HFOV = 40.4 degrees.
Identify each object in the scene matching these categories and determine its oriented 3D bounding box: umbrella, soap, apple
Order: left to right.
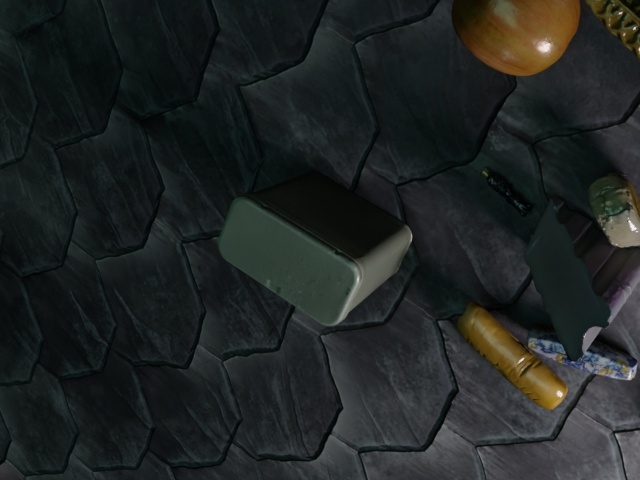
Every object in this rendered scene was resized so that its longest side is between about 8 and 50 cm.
[{"bbox_3d":[0.424,-0.113,1.983,0.144,0.037,0.040,44,120,9],"label":"umbrella"},{"bbox_3d":[0.408,-0.469,1.782,0.241,0.242,0.242,41,122,-2],"label":"apple"},{"bbox_3d":[0.519,0.073,1.843,0.257,0.302,0.159,39,128,13],"label":"soap"}]

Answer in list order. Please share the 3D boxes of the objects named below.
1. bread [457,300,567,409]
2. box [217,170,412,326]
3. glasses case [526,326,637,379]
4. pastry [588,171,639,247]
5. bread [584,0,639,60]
[{"bbox_3d":[0.443,0.271,2.033,0.305,0.142,0.091,43,86,13],"label":"bread"},{"bbox_3d":[0.000,0.000,2.075,0.352,0.344,0.177,32,119,18],"label":"box"},{"bbox_3d":[0.592,0.254,1.976,0.247,0.087,0.065,16,107,22],"label":"glasses case"},{"bbox_3d":[0.624,-0.060,1.822,0.088,0.166,0.166,-24,93,27],"label":"pastry"},{"bbox_3d":[0.668,-0.395,1.733,0.367,0.084,0.077,47,162,7],"label":"bread"}]
